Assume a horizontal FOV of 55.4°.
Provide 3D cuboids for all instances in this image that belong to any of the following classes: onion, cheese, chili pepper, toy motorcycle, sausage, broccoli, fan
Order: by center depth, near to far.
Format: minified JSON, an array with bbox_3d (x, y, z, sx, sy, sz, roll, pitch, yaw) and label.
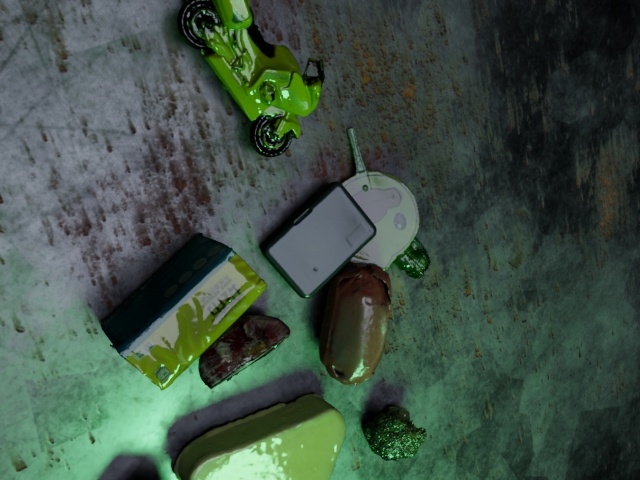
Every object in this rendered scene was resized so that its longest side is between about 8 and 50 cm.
[{"bbox_3d":[-0.111,-0.337,1.154,0.206,0.142,0.342,-44,121,-17],"label":"toy motorcycle"},{"bbox_3d":[-0.171,0.219,1.268,0.205,0.151,0.098,-30,81,-35],"label":"onion"},{"bbox_3d":[-0.144,0.514,1.341,0.383,0.104,0.384,-7,104,-30],"label":"cheese"},{"bbox_3d":[0.080,0.191,1.377,0.152,0.152,0.280,0,103,-31],"label":"sausage"},{"bbox_3d":[0.106,-0.090,1.380,0.229,0.011,0.335,-17,98,-12],"label":"fan"},{"bbox_3d":[0.164,0.004,1.439,0.224,0.061,0.098,34,85,-13],"label":"chili pepper"},{"bbox_3d":[0.189,0.491,1.530,0.162,0.145,0.138,40,45,-14],"label":"broccoli"}]

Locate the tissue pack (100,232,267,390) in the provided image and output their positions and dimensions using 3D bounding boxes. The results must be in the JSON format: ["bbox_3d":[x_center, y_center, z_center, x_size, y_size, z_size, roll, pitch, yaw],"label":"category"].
[{"bbox_3d":[-0.253,0.126,1.139,0.271,0.192,0.134,-44,118,-15],"label":"tissue pack"}]

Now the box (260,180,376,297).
[{"bbox_3d":[0.000,0.000,1.322,0.230,0.050,0.160,-43,105,-11],"label":"box"}]
